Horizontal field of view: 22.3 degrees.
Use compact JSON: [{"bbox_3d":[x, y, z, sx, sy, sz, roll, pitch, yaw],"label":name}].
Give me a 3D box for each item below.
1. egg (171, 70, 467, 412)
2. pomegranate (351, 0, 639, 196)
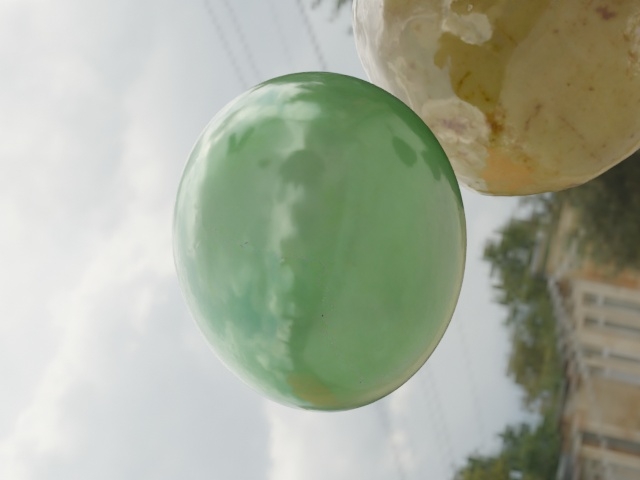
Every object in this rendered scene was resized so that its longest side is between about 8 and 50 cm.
[{"bbox_3d":[0.000,0.000,1.211,0.220,0.220,0.269,76,-179,-55],"label":"egg"},{"bbox_3d":[0.201,-0.194,1.520,0.342,0.342,0.342,11,-90,-74],"label":"pomegranate"}]
